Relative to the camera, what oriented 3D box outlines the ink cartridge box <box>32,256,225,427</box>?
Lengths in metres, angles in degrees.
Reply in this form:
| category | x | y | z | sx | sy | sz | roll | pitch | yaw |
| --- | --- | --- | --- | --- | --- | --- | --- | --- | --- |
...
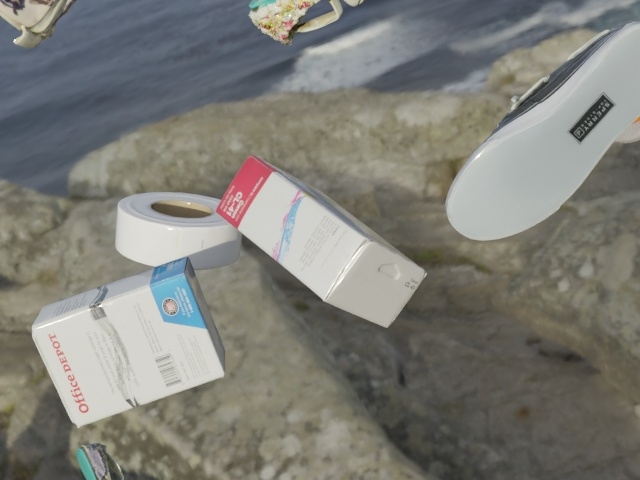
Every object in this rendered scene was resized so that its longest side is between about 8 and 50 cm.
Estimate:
| category | x | y | z | sx | sy | sz | roll | pitch | yaw |
| --- | --- | --- | --- | --- | --- | --- | --- | --- | --- |
| ink cartridge box | -0.364 | 0.193 | 1.895 | 0.307 | 0.223 | 0.129 | -19 | 17 | 1 |

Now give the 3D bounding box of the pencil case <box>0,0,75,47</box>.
| category | x | y | z | sx | sy | sz | roll | pitch | yaw |
| --- | --- | --- | --- | --- | --- | --- | --- | --- | --- |
| pencil case | -0.311 | -0.456 | 1.350 | 0.410 | 0.160 | 0.183 | -45 | 67 | 2 |

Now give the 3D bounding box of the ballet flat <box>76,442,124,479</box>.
| category | x | y | z | sx | sy | sz | roll | pitch | yaw |
| --- | --- | --- | --- | --- | --- | --- | --- | --- | --- |
| ballet flat | -0.222 | 0.265 | 1.033 | 0.041 | 0.041 | 0.114 | -23 | 67 | -4 |

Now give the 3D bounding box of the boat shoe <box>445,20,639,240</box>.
| category | x | y | z | sx | sy | sz | roll | pitch | yaw |
| --- | --- | --- | --- | --- | --- | --- | --- | --- | --- |
| boat shoe | 0.255 | -0.127 | 1.094 | 0.306 | 0.113 | 0.105 | -49 | 15 | 8 |

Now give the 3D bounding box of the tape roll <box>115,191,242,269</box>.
| category | x | y | z | sx | sy | sz | roll | pitch | yaw |
| --- | --- | --- | --- | --- | --- | --- | --- | --- | --- |
| tape roll | -0.316 | -0.025 | 2.205 | 0.286 | 0.100 | 0.286 | 8 | 16 | -2 |

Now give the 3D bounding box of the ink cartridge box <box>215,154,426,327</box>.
| category | x | y | z | sx | sy | sz | roll | pitch | yaw |
| --- | --- | --- | --- | --- | --- | --- | --- | --- | --- |
| ink cartridge box | 0.000 | 0.000 | 1.703 | 0.306 | 0.226 | 0.131 | 40 | 98 | 36 |

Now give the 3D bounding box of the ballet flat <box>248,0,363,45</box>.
| category | x | y | z | sx | sy | sz | roll | pitch | yaw |
| --- | --- | --- | --- | --- | --- | --- | --- | --- | --- |
| ballet flat | 0.011 | -0.297 | 1.136 | 0.241 | 0.077 | 0.091 | -20 | 28 | 49 |

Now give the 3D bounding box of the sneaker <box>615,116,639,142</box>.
| category | x | y | z | sx | sy | sz | roll | pitch | yaw |
| --- | --- | --- | --- | --- | --- | --- | --- | --- | --- |
| sneaker | 0.488 | -0.209 | 1.155 | 0.180 | 0.125 | 0.321 | -13 | -2 | -40 |
